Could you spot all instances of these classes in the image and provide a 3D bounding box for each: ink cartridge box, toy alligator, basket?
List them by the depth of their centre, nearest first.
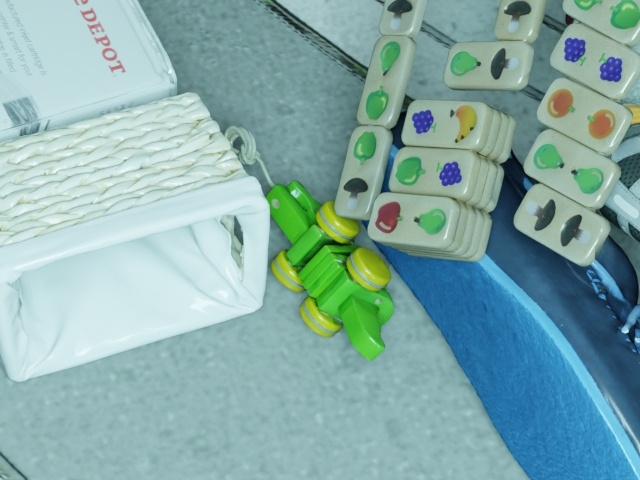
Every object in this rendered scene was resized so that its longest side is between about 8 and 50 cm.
[{"bbox_3d":[-0.126,-0.005,1.052,0.167,0.113,0.103,-16,54,-16],"label":"basket"},{"bbox_3d":[0.000,0.000,1.100,0.051,0.056,0.189,12,38,-52],"label":"toy alligator"},{"bbox_3d":[-0.219,-0.101,1.121,0.218,0.092,0.158,-19,59,-16],"label":"ink cartridge box"}]

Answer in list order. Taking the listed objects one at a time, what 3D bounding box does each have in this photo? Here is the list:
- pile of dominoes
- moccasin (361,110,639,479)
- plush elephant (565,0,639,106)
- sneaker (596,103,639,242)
[{"bbox_3d":[0.096,-0.113,1.007,0.196,0.040,0.251,6,79,42],"label":"pile of dominoes"},{"bbox_3d":[0.143,0.032,1.038,0.117,0.137,0.342,-18,59,-23],"label":"moccasin"},{"bbox_3d":[0.226,-0.172,1.126,0.272,0.330,0.255,-5,75,-14],"label":"plush elephant"},{"bbox_3d":[0.241,-0.026,1.029,0.215,0.084,0.083,-3,39,-30],"label":"sneaker"}]
